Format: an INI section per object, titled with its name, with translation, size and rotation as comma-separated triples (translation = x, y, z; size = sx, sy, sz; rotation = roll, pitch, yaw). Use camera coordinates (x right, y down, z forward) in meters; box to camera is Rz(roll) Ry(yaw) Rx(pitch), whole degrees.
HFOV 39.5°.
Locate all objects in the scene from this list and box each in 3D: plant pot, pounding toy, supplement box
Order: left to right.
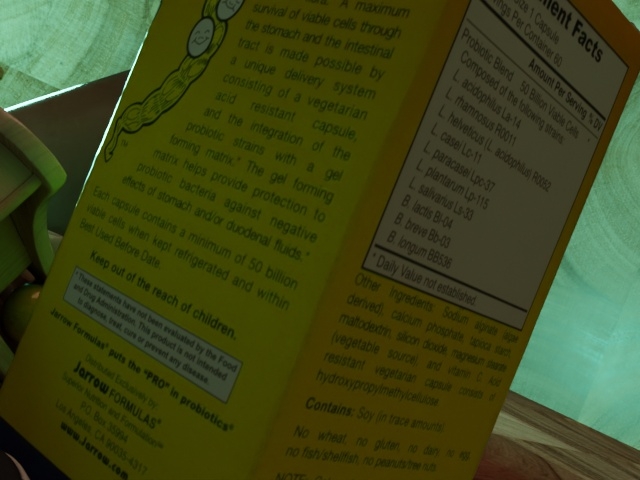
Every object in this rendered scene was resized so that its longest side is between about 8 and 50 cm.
[pounding toy]
translation = -0.208, -0.039, 0.573
size = 0.154, 0.155, 0.270
rotation = 21, -36, 26
[plant pot]
translation = -0.239, -0.059, 1.038
size = 0.280, 0.323, 0.323
rotation = -8, 15, -28
[supplement box]
translation = 0.000, 0.000, 0.494
size = 0.195, 0.357, 0.194
rotation = 22, -1, 40

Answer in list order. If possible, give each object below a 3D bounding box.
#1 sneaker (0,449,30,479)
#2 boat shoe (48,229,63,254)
[sneaker]
translation = -0.180, 0.056, 0.244
size = 0.234, 0.097, 0.084
rotation = 17, 23, -39
[boat shoe]
translation = -0.391, -0.015, 0.870
size = 0.302, 0.094, 0.109
rotation = 22, 0, -1
